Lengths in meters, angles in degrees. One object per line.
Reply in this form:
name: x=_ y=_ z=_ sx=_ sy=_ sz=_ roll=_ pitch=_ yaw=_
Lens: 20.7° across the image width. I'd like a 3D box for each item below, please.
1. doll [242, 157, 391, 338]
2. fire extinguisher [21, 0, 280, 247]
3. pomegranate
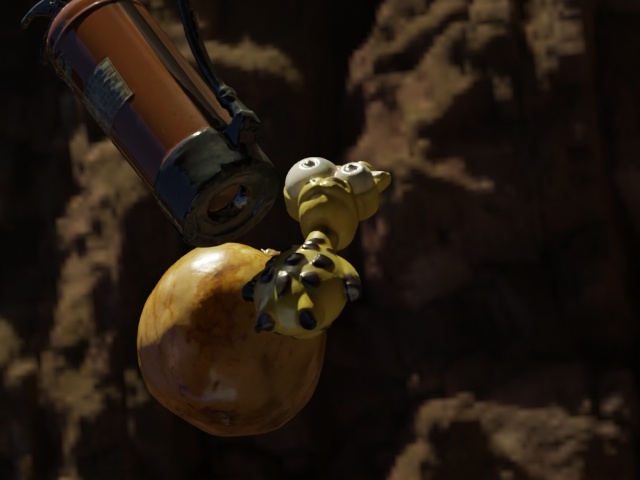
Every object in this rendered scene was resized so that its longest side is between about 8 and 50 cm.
doll: x=0.000 y=-0.001 z=1.704 sx=0.291 sy=0.117 sz=0.086 roll=-70 pitch=-22 yaw=-53
fire extinguisher: x=-0.165 y=-0.178 z=1.773 sx=0.376 sy=0.200 sz=0.113 roll=49 pitch=-170 yaw=31
pomegranate: x=-0.101 y=0.114 z=2.061 sx=0.248 sy=0.248 sz=0.248 roll=-5 pitch=-90 yaw=-77
